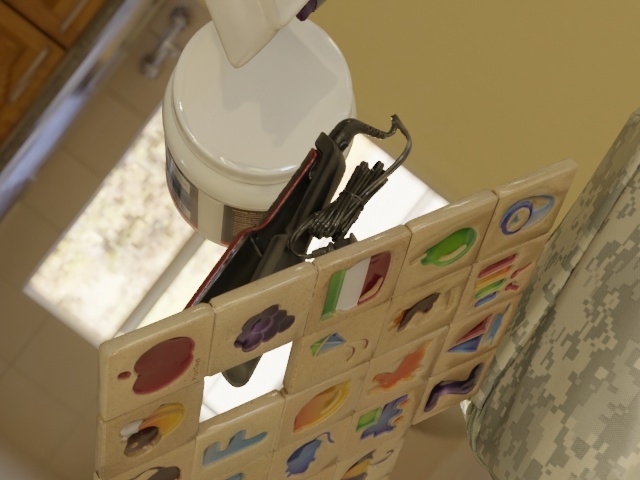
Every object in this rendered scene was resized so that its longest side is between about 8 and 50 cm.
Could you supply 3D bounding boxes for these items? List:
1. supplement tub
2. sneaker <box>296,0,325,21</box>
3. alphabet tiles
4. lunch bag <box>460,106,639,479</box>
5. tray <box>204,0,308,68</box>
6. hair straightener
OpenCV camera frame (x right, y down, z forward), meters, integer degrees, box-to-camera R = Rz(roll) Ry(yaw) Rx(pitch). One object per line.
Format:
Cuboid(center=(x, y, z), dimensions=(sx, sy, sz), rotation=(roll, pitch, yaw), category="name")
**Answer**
Cuboid(center=(-0.065, -0.107, 1.368), dimensions=(0.191, 0.191, 0.272), rotation=(-53, 176, -14), category="supplement tub")
Cuboid(center=(-0.067, -0.239, 1.168), dimensions=(0.224, 0.083, 0.098), rotation=(15, -125, 45), category="sneaker")
Cuboid(center=(-0.004, 0.076, 0.551), dimensions=(0.198, 0.009, 0.237), rotation=(-22, 148, -27), category="alphabet tiles")
Cuboid(center=(0.239, 0.077, 0.836), dimensions=(0.305, 0.212, 0.256), rotation=(-56, -176, 8), category="lunch bag")
Cuboid(center=(-0.029, -0.222, 0.752), dimensions=(0.145, 0.030, 0.270), rotation=(-50, 152, -17), category="tray")
Cuboid(center=(0.000, 0.000, 0.840), dimensions=(0.089, 0.047, 0.230), rotation=(12, -130, 35), category="hair straightener")
